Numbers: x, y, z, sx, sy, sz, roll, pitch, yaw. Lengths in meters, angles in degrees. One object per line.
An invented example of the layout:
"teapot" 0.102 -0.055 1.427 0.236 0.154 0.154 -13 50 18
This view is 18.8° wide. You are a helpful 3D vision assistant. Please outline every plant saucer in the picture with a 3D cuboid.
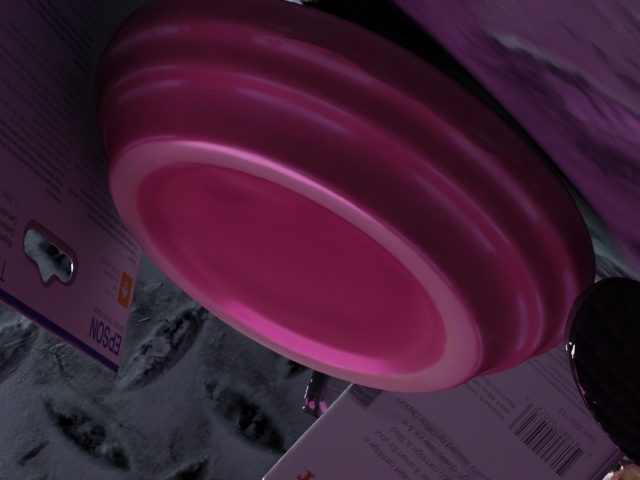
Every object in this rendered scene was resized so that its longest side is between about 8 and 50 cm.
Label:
"plant saucer" 0.000 -0.011 1.169 0.332 0.084 0.332 25 155 12

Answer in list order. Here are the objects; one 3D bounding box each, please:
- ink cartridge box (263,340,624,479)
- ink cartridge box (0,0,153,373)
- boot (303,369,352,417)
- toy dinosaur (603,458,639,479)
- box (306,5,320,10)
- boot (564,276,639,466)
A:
"ink cartridge box" 0.121 0.180 1.656 0.207 0.283 0.117 43 178 15
"ink cartridge box" -0.172 -0.110 1.227 0.071 0.330 0.324 9 166 16
"boot" 0.148 0.154 1.928 0.222 0.118 0.338 30 -159 26
"toy dinosaur" 0.317 0.253 1.812 0.200 0.127 0.296 51 -171 -4
"box" -0.009 -0.088 1.288 0.101 0.102 0.087 43 180 -13
"boot" 0.201 0.089 1.169 0.246 0.083 0.161 42 -178 -29
